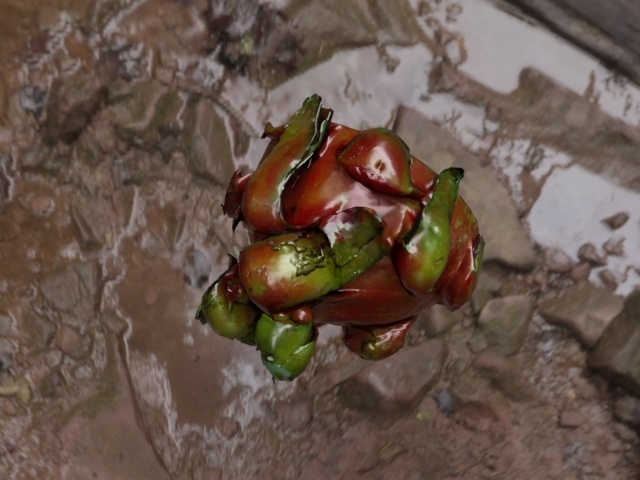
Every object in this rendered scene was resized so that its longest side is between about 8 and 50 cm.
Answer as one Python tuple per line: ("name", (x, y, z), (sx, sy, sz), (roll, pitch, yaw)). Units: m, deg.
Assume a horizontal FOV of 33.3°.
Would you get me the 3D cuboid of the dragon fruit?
("dragon fruit", (0.000, 0.000, 0.490), (0.138, 0.142, 0.175), (0, 30, 35))
